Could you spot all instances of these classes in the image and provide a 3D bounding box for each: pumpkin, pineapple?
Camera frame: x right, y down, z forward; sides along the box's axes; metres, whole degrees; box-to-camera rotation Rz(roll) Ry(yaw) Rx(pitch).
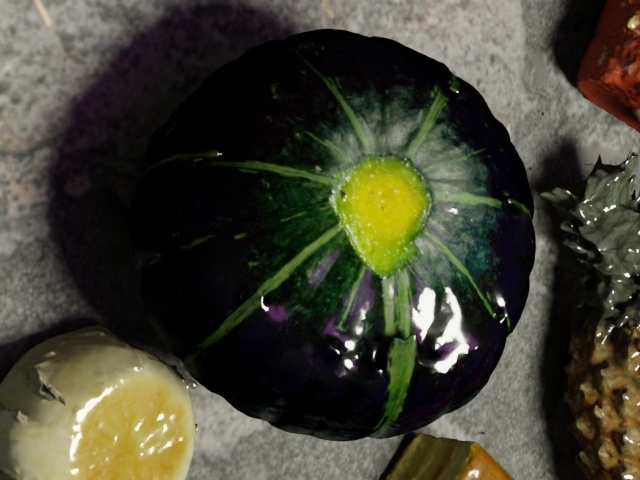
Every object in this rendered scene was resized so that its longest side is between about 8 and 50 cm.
[{"bbox_3d":[0.000,0.000,1.091,0.296,0.296,0.296,-8,102,-39],"label":"pumpkin"},{"bbox_3d":[0.304,0.097,1.378,0.202,0.202,0.362,-31,108,-33],"label":"pineapple"}]

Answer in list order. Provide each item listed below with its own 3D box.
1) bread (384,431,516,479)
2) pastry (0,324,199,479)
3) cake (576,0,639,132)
[{"bbox_3d":[0.131,0.305,1.312,0.184,0.110,0.234,-55,127,-18],"label":"bread"},{"bbox_3d":[-0.158,0.141,1.056,0.166,0.088,0.166,-8,102,-38],"label":"pastry"},{"bbox_3d":[0.360,-0.149,1.390,0.283,0.177,0.151,22,84,-35],"label":"cake"}]
